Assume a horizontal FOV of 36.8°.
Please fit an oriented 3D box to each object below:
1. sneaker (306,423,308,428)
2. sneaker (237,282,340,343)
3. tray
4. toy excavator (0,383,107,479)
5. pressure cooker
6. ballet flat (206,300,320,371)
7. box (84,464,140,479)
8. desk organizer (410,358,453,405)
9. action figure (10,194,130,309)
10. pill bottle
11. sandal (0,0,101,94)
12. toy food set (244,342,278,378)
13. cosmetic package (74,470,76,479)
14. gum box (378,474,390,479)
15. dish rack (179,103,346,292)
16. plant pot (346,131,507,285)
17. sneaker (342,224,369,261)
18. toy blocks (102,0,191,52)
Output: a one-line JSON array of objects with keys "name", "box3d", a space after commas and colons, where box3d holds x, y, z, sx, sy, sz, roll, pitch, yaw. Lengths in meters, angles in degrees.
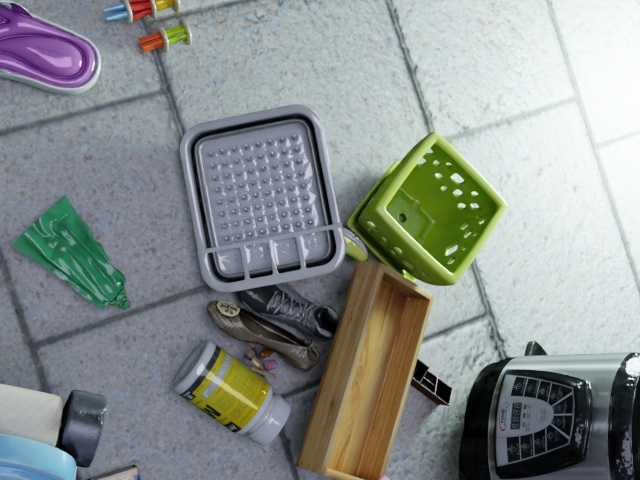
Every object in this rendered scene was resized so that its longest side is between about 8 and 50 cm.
[{"name": "sneaker", "box3d": [0.036, 0.392, 1.925, 0.118, 0.067, 0.042, 18, 78, -19]}, {"name": "sneaker", "box3d": [-0.045, 0.130, 1.886, 0.228, 0.132, 0.086, 27, 76, -16]}, {"name": "tray", "box3d": [0.093, 0.268, 1.894, 0.202, 0.076, 0.411, 30, 71, -47]}, {"name": "toy excavator", "box3d": [-0.497, 0.460, 1.379, 0.222, 0.433, 0.445, 18, 52, -18]}, {"name": "pressure cooker", "box3d": [0.471, 0.413, 1.911, 0.369, 0.420, 0.376, -27, 106, -52]}, {"name": "ballet flat", "box3d": [-0.105, 0.177, 1.871, 0.249, 0.058, 0.084, 31, 31, -15]}, {"name": "box", "box3d": [-0.378, 0.544, 1.774, 0.136, 0.036, 0.225, -14, 91, -21]}, {"name": "desk organizer", "box3d": [0.222, 0.293, 2.013, 0.130, 0.050, 0.047, 37, 74, -14]}, {"name": "action figure", "box3d": [-0.441, 0.045, 1.783, 0.232, 0.063, 0.137, 46, 70, -7]}, {"name": "pill bottle", "box3d": [-0.166, 0.293, 1.831, 0.208, 0.119, 0.119, 38, 73, -13]}, {"name": "sandal", "box3d": [-0.602, -0.376, 1.742, 0.416, 0.102, 0.170, 8, 82, -19]}, {"name": "toy food set", "box3d": [-0.117, 0.220, 1.882, 0.077, 0.019, 0.122, 26, 34, -24]}, {"name": "cosmetic package", "box3d": [-0.540, 0.399, 1.625, 0.224, 0.224, 0.138, 8, 83, -20]}, {"name": "gum box", "box3d": [0.123, 0.568, 1.901, 0.107, 0.062, 0.188, -34, 132, -20]}, {"name": "dish rack", "box3d": [-0.110, -0.080, 1.875, 0.285, 0.072, 0.333, -11, 89, 5]}, {"name": "plant pot", "box3d": [0.200, -0.049, 1.948, 0.227, 0.207, 0.228, 43, 67, -11]}, {"name": "sneaker", "box3d": [0.000, 0.000, 1.951, 0.208, 0.081, 0.094, 30, 81, -8]}, {"name": "toy blocks", "box3d": [-0.339, -0.420, 1.870, 0.148, 0.054, 0.123, -20, 91, -21]}]
